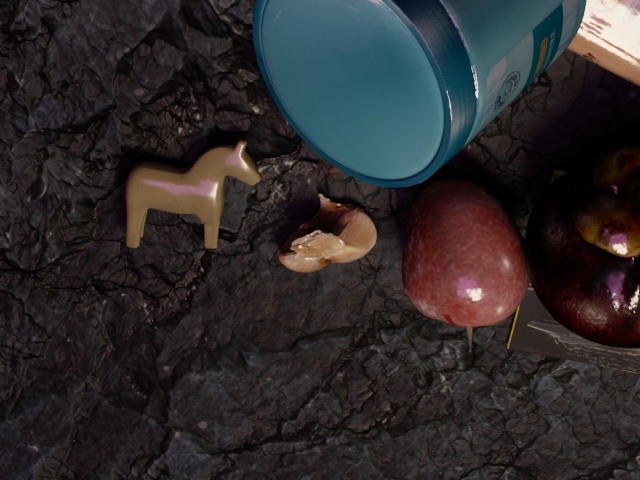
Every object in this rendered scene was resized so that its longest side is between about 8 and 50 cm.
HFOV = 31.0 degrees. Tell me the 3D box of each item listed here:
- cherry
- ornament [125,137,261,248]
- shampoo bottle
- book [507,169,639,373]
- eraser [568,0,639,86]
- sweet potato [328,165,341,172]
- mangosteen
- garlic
[{"bbox_3d":[0.238,0.039,1.888,0.213,0.236,0.285,-8,91,-22],"label":"cherry"},{"bbox_3d":[-0.221,-0.082,1.985,0.230,0.061,0.245,10,126,1],"label":"ornament"},{"bbox_3d":[0.140,-0.300,1.561,0.331,0.343,0.331,30,144,25],"label":"shampoo bottle"},{"bbox_3d":[0.489,0.064,1.989,0.262,0.028,0.374,11,124,4],"label":"book"},{"bbox_3d":[0.417,-0.348,1.704,0.290,0.087,0.171,26,121,-9],"label":"eraser"},{"bbox_3d":[0.113,-0.147,1.897,0.218,0.051,0.065,-10,122,15],"label":"sweet potato"},{"bbox_3d":[0.468,-0.004,1.743,0.307,0.307,0.347,12,137,1],"label":"mangosteen"},{"bbox_3d":[0.005,-0.002,1.990,0.174,0.099,0.124,-21,136,25],"label":"garlic"}]
